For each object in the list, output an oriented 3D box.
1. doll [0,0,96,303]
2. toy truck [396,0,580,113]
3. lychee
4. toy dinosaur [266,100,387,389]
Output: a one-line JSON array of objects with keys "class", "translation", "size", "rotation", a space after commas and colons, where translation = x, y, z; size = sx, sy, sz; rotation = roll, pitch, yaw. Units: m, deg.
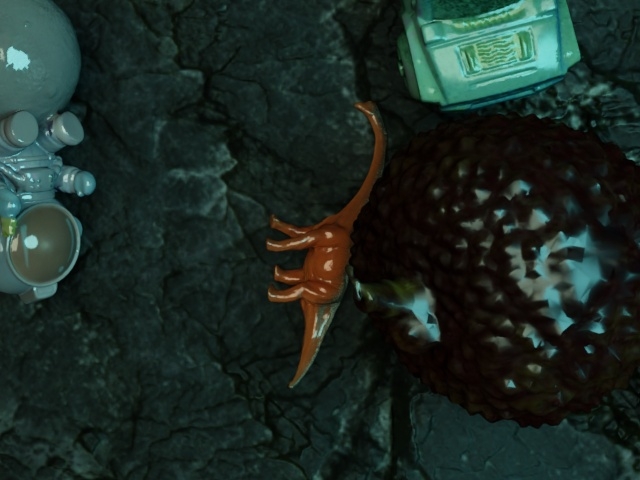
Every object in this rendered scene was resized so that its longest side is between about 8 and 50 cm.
[{"class": "doll", "translation": [-0.287, -0.083, 0.905], "size": [0.151, 0.151, 0.287], "rotation": [-3, 97, 4]}, {"class": "toy truck", "translation": [0.125, -0.256, 0.860], "size": [0.155, 0.156, 0.278], "rotation": [-14, 88, 4]}, {"class": "lychee", "translation": [0.151, 0.023, 0.808], "size": [0.300, 0.264, 0.264], "rotation": [-11, 89, -27]}, {"class": "toy dinosaur", "translation": [-0.001, 0.000, 0.923], "size": [0.102, 0.055, 0.279], "rotation": [8, 89, -5]}]
